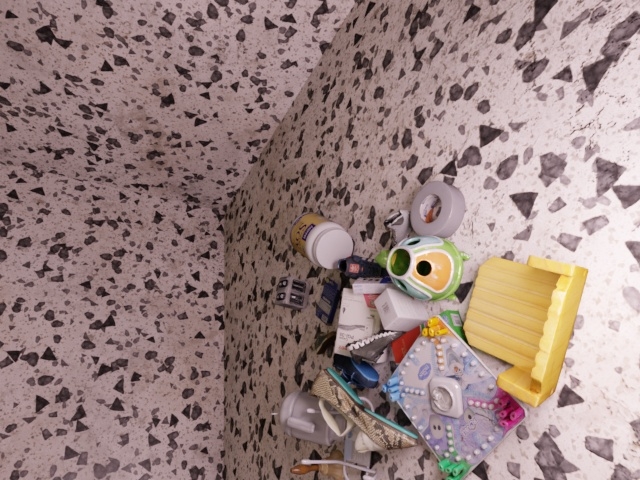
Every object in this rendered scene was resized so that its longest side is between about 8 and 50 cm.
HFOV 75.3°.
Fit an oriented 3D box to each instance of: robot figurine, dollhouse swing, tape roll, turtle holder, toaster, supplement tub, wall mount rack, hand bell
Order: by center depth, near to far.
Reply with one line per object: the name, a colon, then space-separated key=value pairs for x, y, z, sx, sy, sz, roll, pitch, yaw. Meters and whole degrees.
dollhouse swing: x=0.517 y=0.203 z=1.149 sx=0.305 sy=0.315 sz=0.347 roll=17 pitch=96 yaw=40
turtle holder: x=0.355 y=0.078 z=1.516 sx=0.243 sy=0.227 sz=0.320 roll=-64 pitch=32 yaw=25
tape roll: x=0.445 y=-0.114 z=1.587 sx=0.219 sy=0.072 sz=0.219 roll=-30 pitch=54 yaw=54
wall mount rack: x=0.093 y=0.818 z=1.692 sx=0.304 sy=0.130 sz=0.350 roll=2 pitch=80 yaw=24
hand bell: x=-0.023 y=0.998 z=1.822 sx=0.126 sy=0.242 sz=0.126 roll=-30 pitch=54 yaw=54
robot figurine: x=-0.038 y=0.798 z=1.873 sx=0.353 sy=0.300 sz=0.200 roll=4 pitch=80 yaw=22
supplement tub: x=0.000 y=0.000 z=2.151 sx=0.331 sy=0.241 sz=0.241 roll=32 pitch=107 yaw=60
toaster: x=-0.156 y=0.310 z=2.393 sx=0.110 sy=0.185 sz=0.168 roll=-19 pitch=55 yaw=54

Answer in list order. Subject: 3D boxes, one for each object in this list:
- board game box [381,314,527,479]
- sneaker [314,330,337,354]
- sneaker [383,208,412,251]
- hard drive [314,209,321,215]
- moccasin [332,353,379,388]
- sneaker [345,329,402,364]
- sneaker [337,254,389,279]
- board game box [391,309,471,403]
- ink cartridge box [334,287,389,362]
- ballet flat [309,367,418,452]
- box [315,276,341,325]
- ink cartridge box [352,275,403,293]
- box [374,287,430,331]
board game box: x=0.397 y=0.513 z=1.345 sx=0.390 sy=0.050 sz=0.390 roll=51 pitch=129 yaw=39
sneaker: x=0.017 y=0.499 z=2.115 sx=0.192 sy=0.064 sz=0.086 roll=-58 pitch=40 yaw=37
sneaker: x=0.305 y=-0.033 z=1.740 sx=0.086 sy=0.132 sz=0.229 roll=47 pitch=120 yaw=56
hard drive: x=-0.024 y=-0.103 z=2.453 sx=0.094 sy=0.022 sz=0.135 roll=-29 pitch=55 yaw=54
moccasin: x=0.151 y=0.576 z=1.808 sx=0.117 sy=0.137 sz=0.342 roll=-65 pitch=16 yaw=-2
sneaker: x=0.219 y=0.415 z=1.610 sx=0.234 sy=0.078 sz=0.106 roll=-24 pitch=80 yaw=16
sneaker: x=0.200 y=0.133 z=1.843 sx=0.350 sy=0.148 sz=0.131 roll=-1 pitch=79 yaw=58
board game box: x=0.397 y=0.423 z=1.481 sx=0.316 sy=0.064 sz=0.242 roll=-46 pitch=42 yaw=43
ink cartridge box: x=0.189 y=0.357 z=1.753 sx=0.207 sy=0.117 sz=0.283 roll=4 pitch=82 yaw=36
ballet flat: x=0.138 y=0.680 z=1.579 sx=0.482 sy=0.164 sz=0.182 roll=26 pitch=78 yaw=40
box: x=0.045 y=0.314 z=2.165 sx=0.136 sy=0.036 sz=0.225 roll=30 pitch=107 yaw=59
ink cartridge box: x=0.244 y=0.179 z=1.692 sx=0.207 sy=0.097 sz=0.046 roll=-4 pitch=103 yaw=24
box: x=0.311 y=0.268 z=1.579 sx=0.091 sy=0.170 sz=0.130 roll=-53 pitch=38 yaw=35
